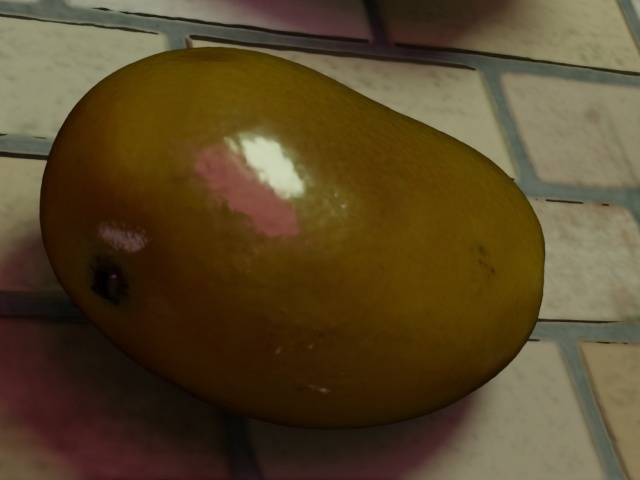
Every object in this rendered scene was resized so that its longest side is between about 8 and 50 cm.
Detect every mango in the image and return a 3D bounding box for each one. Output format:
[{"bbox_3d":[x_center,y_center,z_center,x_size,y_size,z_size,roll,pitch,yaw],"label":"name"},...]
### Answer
[{"bbox_3d":[-0.002,0.005,0.722,0.254,0.139,0.175,16,49,-22],"label":"mango"}]
